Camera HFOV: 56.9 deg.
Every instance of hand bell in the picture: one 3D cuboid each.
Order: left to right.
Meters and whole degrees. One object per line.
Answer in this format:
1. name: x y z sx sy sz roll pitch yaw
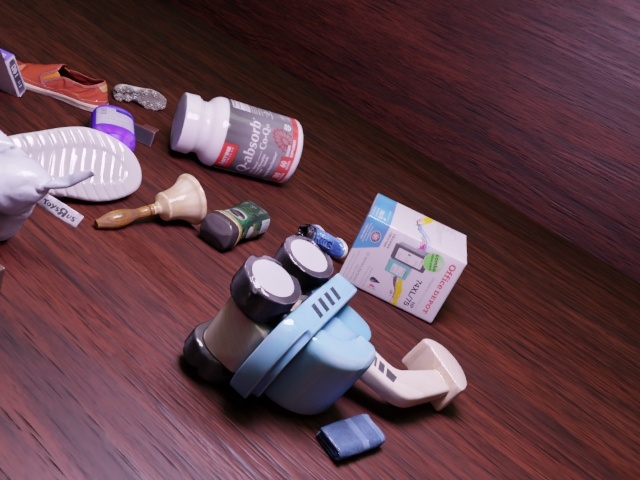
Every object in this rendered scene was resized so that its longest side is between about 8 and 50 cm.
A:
1. hand bell: -0.393 -0.068 1.336 0.242 0.126 0.126 -21 50 -43

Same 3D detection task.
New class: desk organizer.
1. desk organizer: -0.549 -0.329 1.743 0.130 0.047 0.050 23 22 -6

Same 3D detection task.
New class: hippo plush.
1. hippo plush: -0.588 -0.059 0.971 0.294 0.234 0.236 31 32 0

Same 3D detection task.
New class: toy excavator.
1. toy excavator: 0.043 0.214 1.094 0.445 0.222 0.433 44 27 7

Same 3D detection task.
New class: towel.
1. towel: 0.054 0.338 1.014 0.119 0.029 0.067 1 34 -44

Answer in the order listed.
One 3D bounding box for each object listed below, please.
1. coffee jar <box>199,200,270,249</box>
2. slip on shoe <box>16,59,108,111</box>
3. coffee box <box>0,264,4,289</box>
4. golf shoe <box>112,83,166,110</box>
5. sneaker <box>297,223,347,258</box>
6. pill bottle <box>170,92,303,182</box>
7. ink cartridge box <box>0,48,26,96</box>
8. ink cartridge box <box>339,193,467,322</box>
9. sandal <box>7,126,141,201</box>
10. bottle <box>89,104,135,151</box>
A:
1. coffee jar: -0.209 -0.038 1.448 0.096 0.079 0.184 35 25 15
2. slip on shoe: -0.794 -0.485 1.758 0.331 0.101 0.123 19 27 -11
3. coffee box: -0.548 0.111 0.764 0.098 0.141 0.246 27 25 5
4. golf shoe: -0.608 -0.492 1.990 0.176 0.069 0.086 12 22 -29
5. sneaker: 0.000 0.001 1.588 0.085 0.058 0.152 6 27 -48
6. pill bottle: -0.254 -0.312 1.791 0.363 0.210 0.210 11 28 -27
7. ink cartridge box: -0.909 -0.494 1.569 0.206 0.208 0.045 24 65 -4
8. ink cartridge box: 0.219 0.042 1.550 0.270 0.198 0.197 26 24 2
9. sandal: -0.594 -0.162 1.295 0.102 0.169 0.416 -7 -1 42
10. bottle: -0.552 -0.268 1.565 0.118 0.092 0.283 11 28 -27
